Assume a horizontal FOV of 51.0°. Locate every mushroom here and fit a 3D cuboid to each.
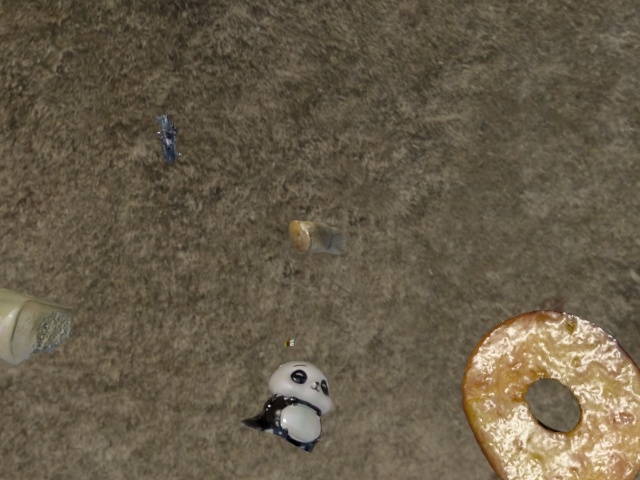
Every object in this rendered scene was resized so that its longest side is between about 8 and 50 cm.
[{"bbox_3d":[0.000,-0.003,1.213,0.054,0.202,0.059,-2,88,23],"label":"mushroom"}]

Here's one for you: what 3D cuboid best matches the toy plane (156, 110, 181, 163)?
[{"bbox_3d":[-0.244,-0.164,1.079,0.031,0.079,0.083,-5,114,8],"label":"toy plane"}]

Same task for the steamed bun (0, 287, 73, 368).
[{"bbox_3d":[-0.728,0.197,1.550,0.225,0.200,0.171,14,86,21],"label":"steamed bun"}]

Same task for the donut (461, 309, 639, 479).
[{"bbox_3d":[0.378,0.270,1.099,0.302,0.303,0.110,-26,160,4],"label":"donut"}]

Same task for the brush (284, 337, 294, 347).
[{"bbox_3d":[-0.077,0.259,1.688,0.021,0.083,0.019,2,89,6],"label":"brush"}]

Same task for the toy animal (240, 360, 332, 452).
[{"bbox_3d":[-0.059,0.339,1.418,0.166,0.179,0.138,36,153,-26],"label":"toy animal"}]
